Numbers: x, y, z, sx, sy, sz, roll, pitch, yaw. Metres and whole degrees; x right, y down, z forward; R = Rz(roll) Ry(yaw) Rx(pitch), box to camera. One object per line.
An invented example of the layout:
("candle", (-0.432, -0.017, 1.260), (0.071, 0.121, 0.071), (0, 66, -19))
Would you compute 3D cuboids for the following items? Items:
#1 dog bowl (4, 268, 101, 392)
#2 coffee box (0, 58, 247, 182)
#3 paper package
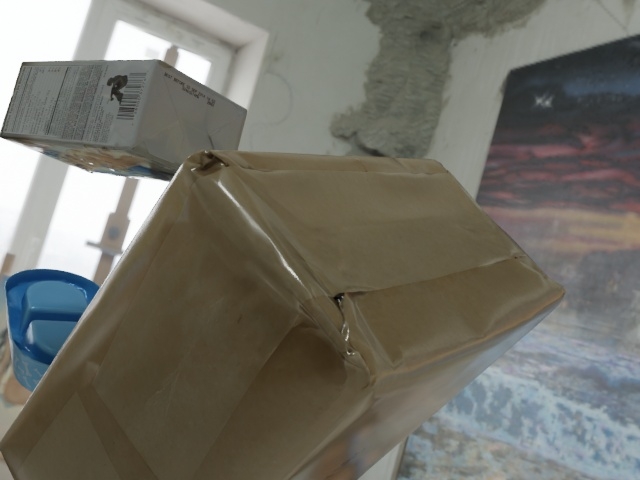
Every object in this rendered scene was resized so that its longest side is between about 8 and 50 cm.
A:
("dog bowl", (-0.431, 0.150, 1.193), (0.166, 0.074, 0.297), (7, 23, -31))
("coffee box", (-0.271, -0.157, 0.984), (0.297, 0.119, 0.168), (10, -7, 38))
("paper package", (-0.024, 0.101, 0.544), (0.309, 0.325, 0.168), (-7, 53, -53))
